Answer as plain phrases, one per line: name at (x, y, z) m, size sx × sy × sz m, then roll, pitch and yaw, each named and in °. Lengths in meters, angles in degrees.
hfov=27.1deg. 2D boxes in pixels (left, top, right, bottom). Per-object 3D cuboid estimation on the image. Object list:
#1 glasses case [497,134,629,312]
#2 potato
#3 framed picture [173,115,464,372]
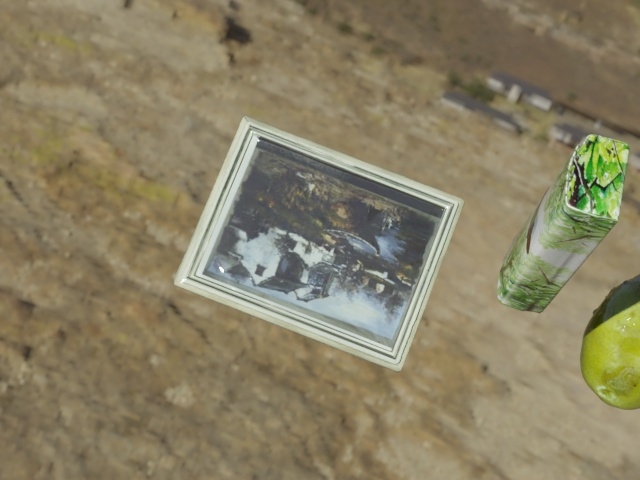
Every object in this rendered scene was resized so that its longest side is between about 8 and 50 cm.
glasses case at (0.259, -0.013, 1.455) m, size 0.062 × 0.272 × 0.095 m, roll 15°, pitch 65°, yaw -2°
potato at (0.481, 0.133, 1.922) m, size 0.149 × 0.253 × 0.186 m, roll 25°, pitch -23°, yaw 36°
framed picture at (0.000, 0.000, 1.604) m, size 0.296 × 0.232 × 0.019 m, roll 20°, pitch -11°, yaw 3°
